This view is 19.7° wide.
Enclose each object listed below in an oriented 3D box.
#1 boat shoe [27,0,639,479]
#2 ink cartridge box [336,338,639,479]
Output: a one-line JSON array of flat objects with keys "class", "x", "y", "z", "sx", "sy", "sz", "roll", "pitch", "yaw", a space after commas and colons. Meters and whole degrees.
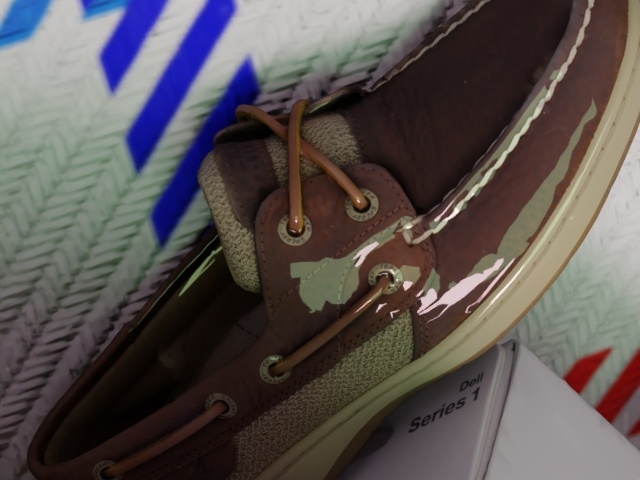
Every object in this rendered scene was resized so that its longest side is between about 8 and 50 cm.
[{"class": "boat shoe", "x": 0.000, "y": 0.000, "z": 0.790, "sx": 0.123, "sy": 0.123, "sz": 0.342, "roll": 29, "pitch": 114, "yaw": -33}, {"class": "ink cartridge box", "x": 0.101, "y": 0.202, "z": 0.865, "sx": 0.278, "sy": 0.117, "sz": 0.201, "roll": 42, "pitch": 131, "yaw": -19}]
